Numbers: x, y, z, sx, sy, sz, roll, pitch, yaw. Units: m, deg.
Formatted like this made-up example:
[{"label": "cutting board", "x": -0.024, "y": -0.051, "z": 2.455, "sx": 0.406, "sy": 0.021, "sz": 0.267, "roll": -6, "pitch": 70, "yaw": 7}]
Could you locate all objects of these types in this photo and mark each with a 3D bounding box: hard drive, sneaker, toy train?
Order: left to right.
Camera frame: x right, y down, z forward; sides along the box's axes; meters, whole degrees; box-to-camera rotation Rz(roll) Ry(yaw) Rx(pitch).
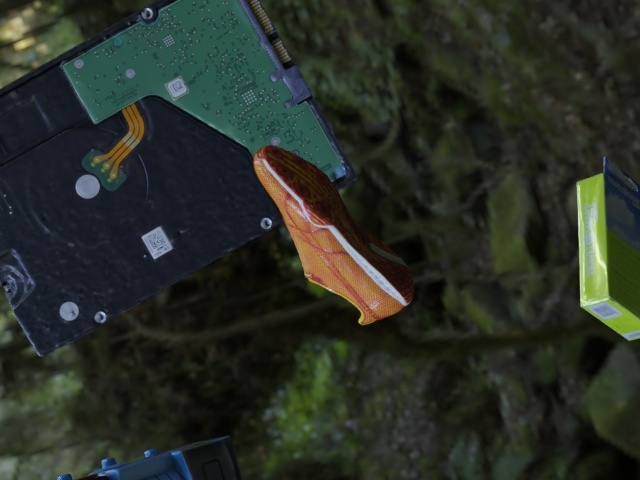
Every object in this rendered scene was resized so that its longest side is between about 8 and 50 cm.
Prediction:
[{"label": "toy train", "x": -0.157, "y": 0.222, "z": 1.276, "sx": 0.184, "sy": 0.105, "sz": 0.080, "roll": -10, "pitch": -99, "yaw": -46}, {"label": "hard drive", "x": -0.167, "y": -0.076, "z": 1.362, "sx": 0.237, "sy": 0.339, "sz": 0.064, "roll": 60, "pitch": -179, "yaw": -5}, {"label": "sneaker", "x": 0.000, "y": 0.000, "z": 1.166, "sx": 0.175, "sy": 0.067, "sz": 0.064, "roll": 51, "pitch": -152, "yaw": -13}]

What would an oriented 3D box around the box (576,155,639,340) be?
[{"label": "box", "x": 0.330, "y": 0.009, "z": 1.639, "sx": 0.109, "sy": 0.042, "sz": 0.178, "roll": 32, "pitch": -129, "yaw": -41}]
